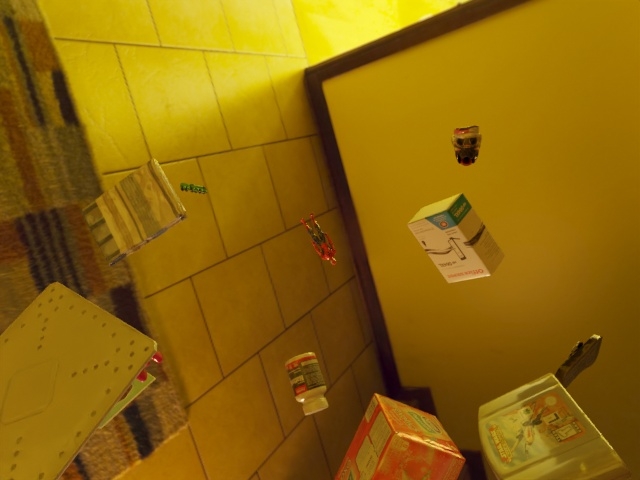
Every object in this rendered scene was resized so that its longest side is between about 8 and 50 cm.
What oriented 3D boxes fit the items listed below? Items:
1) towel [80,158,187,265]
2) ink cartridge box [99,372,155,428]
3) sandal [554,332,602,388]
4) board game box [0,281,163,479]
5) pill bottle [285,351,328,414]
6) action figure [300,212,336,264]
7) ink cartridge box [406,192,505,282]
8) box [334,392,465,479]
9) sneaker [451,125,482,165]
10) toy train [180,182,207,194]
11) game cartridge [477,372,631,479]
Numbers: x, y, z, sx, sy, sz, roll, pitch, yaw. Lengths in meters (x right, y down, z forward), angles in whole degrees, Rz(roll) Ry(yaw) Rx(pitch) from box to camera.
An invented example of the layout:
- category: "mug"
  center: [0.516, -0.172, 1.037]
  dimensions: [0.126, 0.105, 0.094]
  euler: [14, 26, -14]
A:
- category: "towel"
  center: [-0.542, -0.082, 1.310]
  dimensions: [0.209, 0.285, 0.034]
  euler: [59, 7, 9]
- category: "ink cartridge box"
  center: [-0.537, 0.326, 1.060]
  dimensions: [0.171, 0.235, 0.056]
  euler: [-44, 162, -53]
- category: "sandal"
  center: [0.726, 0.328, 1.286]
  dimensions: [0.254, 0.054, 0.097]
  euler: [-19, 120, -33]
- category: "board game box"
  center: [-0.556, 0.303, 0.892]
  dimensions: [0.390, 0.390, 0.050]
  euler: [-56, 145, -25]
- category: "pill bottle"
  center: [-0.041, 0.474, 1.499]
  dimensions: [0.108, 0.108, 0.180]
  euler: [14, 48, -54]
- category: "action figure"
  center: [0.000, 0.000, 0.931]
  dimensions: [0.115, 0.038, 0.030]
  euler: [59, -7, 6]
- category: "ink cartridge box"
  center: [0.342, -0.001, 1.152]
  dimensions: [0.086, 0.148, 0.203]
  euler: [-43, 101, -32]
- category: "box"
  center: [0.115, 0.463, 0.824]
  dimensions: [0.154, 0.142, 0.300]
  euler: [-134, -113, -82]
- category: "sneaker"
  center: [0.334, -0.209, 1.049]
  dimensions: [0.178, 0.072, 0.077]
  euler: [-4, 94, -66]
- category: "toy train"
  center: [-0.359, -0.148, 1.286]
  dimensions: [0.083, 0.017, 0.024]
  euler: [5, 64, -45]
- category: "game cartridge"
  center: [0.404, 0.371, 0.849]
  dimensions: [0.062, 0.198, 0.297]
  euler: [61, 10, -7]
